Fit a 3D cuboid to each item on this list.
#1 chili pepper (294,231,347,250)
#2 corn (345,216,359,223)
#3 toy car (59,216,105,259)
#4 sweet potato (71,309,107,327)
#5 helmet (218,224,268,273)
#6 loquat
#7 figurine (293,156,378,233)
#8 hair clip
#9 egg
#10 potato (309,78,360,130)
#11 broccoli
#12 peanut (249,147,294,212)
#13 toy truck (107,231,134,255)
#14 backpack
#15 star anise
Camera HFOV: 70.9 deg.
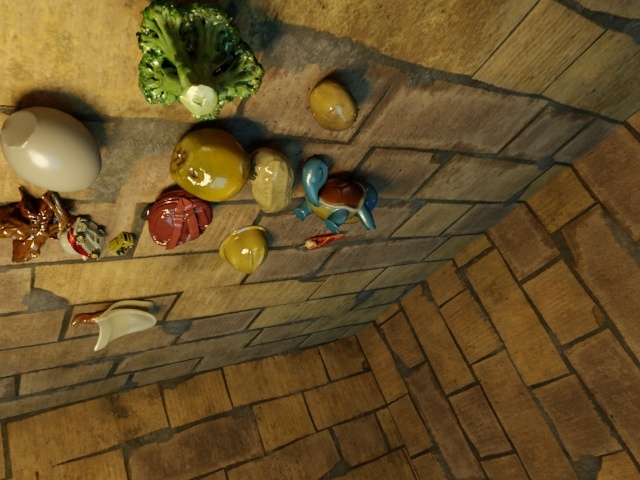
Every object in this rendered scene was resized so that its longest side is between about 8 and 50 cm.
[{"bbox_3d":[0.000,0.000,2.102,0.268,0.059,0.050,-18,-167,-20],"label":"chili pepper"},{"bbox_3d":[0.094,-0.103,1.954,0.208,0.068,0.068,-2,147,-43],"label":"corn"},{"bbox_3d":[-0.744,-0.005,1.385,0.112,0.112,0.139,-9,146,6],"label":"toy car"},{"bbox_3d":[-0.940,0.324,1.896,0.202,0.055,0.058,-4,158,-38],"label":"sweet potato"},{"bbox_3d":[-0.302,0.061,1.853,0.205,0.140,0.257,-4,146,-36],"label":"helmet"},{"bbox_3d":[-0.287,-0.206,1.263,0.246,0.213,0.213,7,141,-44],"label":"loquat"},{"bbox_3d":[0.048,-0.147,1.691,0.298,0.242,0.416,12,178,40],"label":"figurine"},{"bbox_3d":[-0.831,0.338,1.922,0.282,0.113,0.172,-11,128,-41],"label":"hair clip"},{"bbox_3d":[-0.602,-0.199,1.025,0.176,0.176,0.232,-22,160,-4],"label":"egg"},{"bbox_3d":[0.040,-0.383,1.291,0.137,0.137,0.176,-35,151,22],"label":"potato"},{"bbox_3d":[-0.245,-0.351,0.936,0.269,0.269,0.254,-12,139,-24],"label":"broccoli"},{"bbox_3d":[-0.156,-0.192,1.476,0.152,0.152,0.313,-19,154,-11],"label":"peanut"},{"bbox_3d":[-0.672,0.010,1.523,0.083,0.049,0.054,-33,152,21],"label":"toy truck"},{"bbox_3d":[-0.448,-0.079,1.438,0.230,0.138,0.229,-20,156,-10],"label":"backpack"},{"bbox_3d":[-0.763,-0.059,1.199,0.347,0.148,0.238,-30,158,36],"label":"star anise"}]
